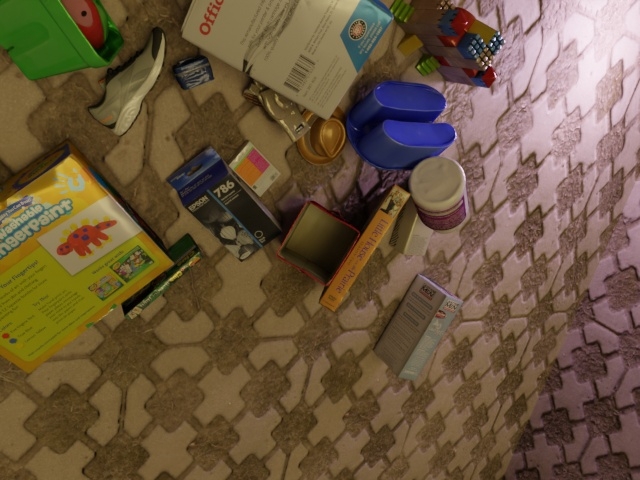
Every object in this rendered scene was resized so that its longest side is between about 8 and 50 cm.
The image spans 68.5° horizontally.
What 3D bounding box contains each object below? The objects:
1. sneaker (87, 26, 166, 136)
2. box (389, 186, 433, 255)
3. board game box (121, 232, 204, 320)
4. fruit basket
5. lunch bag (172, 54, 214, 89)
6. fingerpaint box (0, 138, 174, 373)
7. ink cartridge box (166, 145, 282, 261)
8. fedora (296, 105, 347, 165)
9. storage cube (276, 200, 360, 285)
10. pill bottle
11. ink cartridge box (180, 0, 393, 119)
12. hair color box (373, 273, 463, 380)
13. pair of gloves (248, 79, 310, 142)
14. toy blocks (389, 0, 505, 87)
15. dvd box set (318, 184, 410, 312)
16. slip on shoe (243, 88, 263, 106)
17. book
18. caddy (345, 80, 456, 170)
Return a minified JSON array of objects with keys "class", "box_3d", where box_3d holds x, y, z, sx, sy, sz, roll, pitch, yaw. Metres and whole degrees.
[{"class":"sneaker","box_3d":[-0.448,-0.383,1.105,0.108,0.100,0.272,29,97,-31]},{"class":"box","box_3d":[0.354,-0.086,1.705,0.113,0.094,0.275,6,110,-32]},{"class":"board game box","box_3d":[-0.447,0.096,1.313,0.259,0.136,0.030,-41,125,-5]},{"class":"fruit basket","box_3d":[-0.492,-0.548,0.916,0.391,0.283,0.393,-6,124,-9]},{"class":"lunch bag","box_3d":[-0.323,-0.423,1.173,0.098,0.067,0.065,-26,123,-15]},{"class":"fingerpaint box","box_3d":[-0.664,0.041,1.146,0.444,0.163,0.371,-39,127,-8]},{"class":"ink cartridge box","box_3d":[-0.268,-0.093,1.348,0.165,0.065,0.333,-36,126,7]},{"class":"fedora","box_3d":[0.020,-0.314,1.413,0.194,0.079,0.195,-13,119,-24]},{"class":"storage cube","box_3d":[0.000,0.000,1.444,0.183,0.193,0.215,31,96,0]},{"class":"pill bottle","box_3d":[0.381,-0.128,1.490,0.169,0.169,0.301,-47,153,-1]},{"class":"ink cartridge box","box_3d":[-0.079,-0.518,1.096,0.394,0.166,0.285,25,122,-20]},{"class":"hair color box","box_3d":[0.383,0.345,1.873,0.113,0.185,0.375,22,101,-35]},{"class":"pair of gloves","box_3d":[-0.066,-0.421,1.307,0.204,0.042,0.240,48,69,-29]},{"class":"toy blocks","box_3d":[0.413,-0.584,1.393,0.381,0.261,0.191,31,96,-37]},{"class":"dvd box set","box_3d":[0.138,0.015,1.522,0.062,0.307,0.421,33,95,1]},{"class":"slip on shoe","box_3d":[-0.150,-0.396,1.302,0.135,0.051,0.041,12,74,-28]},{"class":"book","box_3d":[-0.194,-0.209,1.373,0.096,0.035,0.144,-48,127,-5]},{"class":"caddy","box_3d":[0.244,-0.340,1.441,0.341,0.179,0.242,-4,74,-27]}]
